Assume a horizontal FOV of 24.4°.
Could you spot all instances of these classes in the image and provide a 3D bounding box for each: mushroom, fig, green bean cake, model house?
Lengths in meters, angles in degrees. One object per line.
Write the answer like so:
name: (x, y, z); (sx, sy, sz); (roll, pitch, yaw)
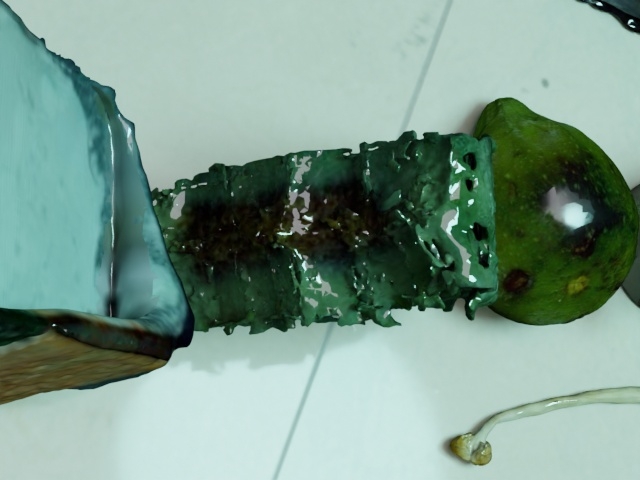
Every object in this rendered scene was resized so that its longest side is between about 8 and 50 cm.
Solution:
mushroom: (0.216, 0.109, 1.018); (0.286, 0.026, 0.028); (-12, 101, -23)
fig: (0.136, -0.027, 0.979); (0.123, 0.123, 0.156); (-7, 45, -21)
green bean cake: (0.000, 0.000, 0.846); (0.208, 0.193, 0.107); (-5, 90, 7)
model house: (-0.250, 0.016, 0.764); (0.291, 0.253, 0.184); (-24, 74, 15)

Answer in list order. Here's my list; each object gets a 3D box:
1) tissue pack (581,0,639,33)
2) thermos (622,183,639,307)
tissue pack: (0.341, -0.216, 0.936); (0.259, 0.361, 0.122); (22, 74, -16)
thermos: (0.272, 0.002, 0.963); (0.137, 0.193, 0.105); (-40, 96, -21)
